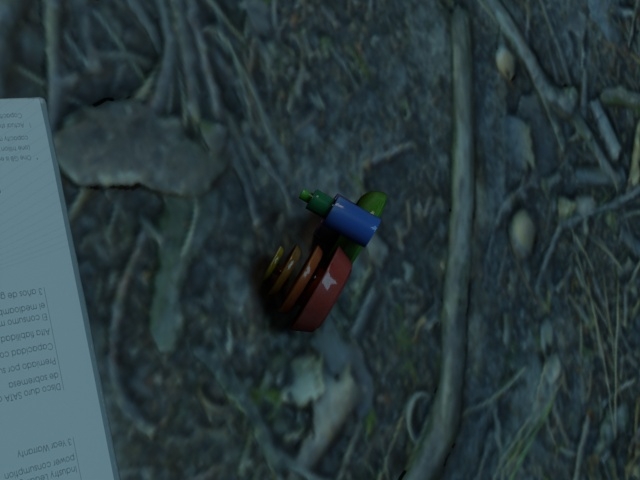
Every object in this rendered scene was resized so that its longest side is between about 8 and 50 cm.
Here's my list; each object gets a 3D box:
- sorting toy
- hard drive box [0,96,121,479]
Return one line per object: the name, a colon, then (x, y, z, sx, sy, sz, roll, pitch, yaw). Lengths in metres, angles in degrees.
sorting toy: (0.000, 0.000, 0.798, 0.042, 0.061, 0.102, 30, 41, -2)
hard drive box: (-0.165, 0.074, 0.530, 0.181, 0.089, 0.232, -8, 86, -52)
